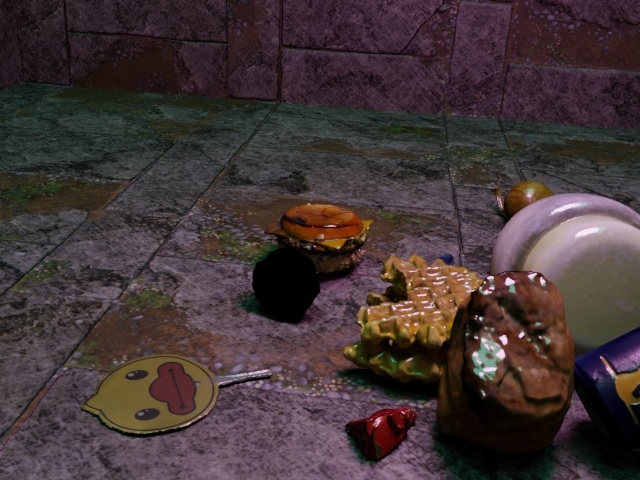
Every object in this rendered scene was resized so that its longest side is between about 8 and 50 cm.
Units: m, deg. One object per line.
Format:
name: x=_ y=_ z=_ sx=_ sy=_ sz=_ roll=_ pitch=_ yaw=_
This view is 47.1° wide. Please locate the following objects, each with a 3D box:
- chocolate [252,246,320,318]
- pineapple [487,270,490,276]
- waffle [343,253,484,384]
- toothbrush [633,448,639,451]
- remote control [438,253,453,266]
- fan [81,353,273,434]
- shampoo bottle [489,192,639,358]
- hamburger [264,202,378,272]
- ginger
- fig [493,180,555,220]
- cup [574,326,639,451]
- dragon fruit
chocolate: x=-0.058 y=0.090 z=1.591 sx=0.156 sy=0.156 sz=0.133 roll=10 pitch=-3 yaw=16
pineapple: x=0.526 y=0.078 z=1.686 sx=0.277 sy=0.130 sz=0.119 roll=10 pitch=54 yaw=12
waffle: x=0.198 y=0.150 z=1.417 sx=0.261 sy=0.151 sz=0.324 roll=6 pitch=26 yaw=13
toothbrush: x=0.546 y=0.345 z=1.187 sx=0.097 sy=0.006 sz=0.008 roll=8 pitch=26 yaw=13
remote control: x=0.294 y=0.070 z=1.775 sx=0.044 sy=0.027 sz=0.152 roll=13 pitch=27 yaw=13
fan: x=-0.246 y=0.257 z=1.287 sx=0.335 sy=0.011 sz=0.229 roll=-6 pitch=25 yaw=-21
shampoo bottle: x=0.495 y=0.067 z=1.439 sx=0.323 sy=0.322 sz=0.317 roll=1 pitch=10 yaw=-4
hamburger: x=0.000 y=0.000 z=1.751 sx=0.243 sy=0.138 sz=0.262 roll=15 pitch=22 yaw=31
ginger: x=0.301 y=0.206 z=1.185 sx=0.201 sy=0.223 sz=0.269 roll=11 pitch=61 yaw=-2
fig: x=0.570 y=-0.094 z=2.079 sx=0.142 sy=0.148 sz=0.186 roll=-40 pitch=8 yaw=-39
cup: x=0.556 y=0.237 z=1.136 sx=0.256 sy=0.178 sz=0.255 roll=-28 pitch=35 yaw=5
dragon fruit: x=0.111 y=0.291 z=1.189 sx=0.131 sy=0.063 sz=0.097 roll=-10 pitch=27 yaw=-27
